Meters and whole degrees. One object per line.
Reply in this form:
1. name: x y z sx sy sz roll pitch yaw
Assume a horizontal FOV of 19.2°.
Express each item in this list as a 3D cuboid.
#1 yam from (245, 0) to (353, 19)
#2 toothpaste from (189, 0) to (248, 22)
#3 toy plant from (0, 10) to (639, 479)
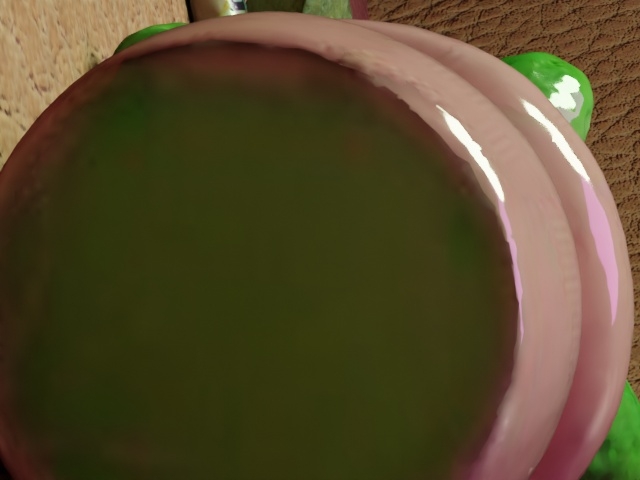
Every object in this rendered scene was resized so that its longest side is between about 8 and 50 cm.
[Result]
1. yam: -0.015 -0.119 1.351 0.259 0.106 0.106 73 9 -47
2. toothpaste: -0.078 -0.200 1.225 0.056 0.036 0.205 -12 88 -80
3. toy plant: -0.004 0.003 0.716 0.317 0.210 0.356 41 15 10
